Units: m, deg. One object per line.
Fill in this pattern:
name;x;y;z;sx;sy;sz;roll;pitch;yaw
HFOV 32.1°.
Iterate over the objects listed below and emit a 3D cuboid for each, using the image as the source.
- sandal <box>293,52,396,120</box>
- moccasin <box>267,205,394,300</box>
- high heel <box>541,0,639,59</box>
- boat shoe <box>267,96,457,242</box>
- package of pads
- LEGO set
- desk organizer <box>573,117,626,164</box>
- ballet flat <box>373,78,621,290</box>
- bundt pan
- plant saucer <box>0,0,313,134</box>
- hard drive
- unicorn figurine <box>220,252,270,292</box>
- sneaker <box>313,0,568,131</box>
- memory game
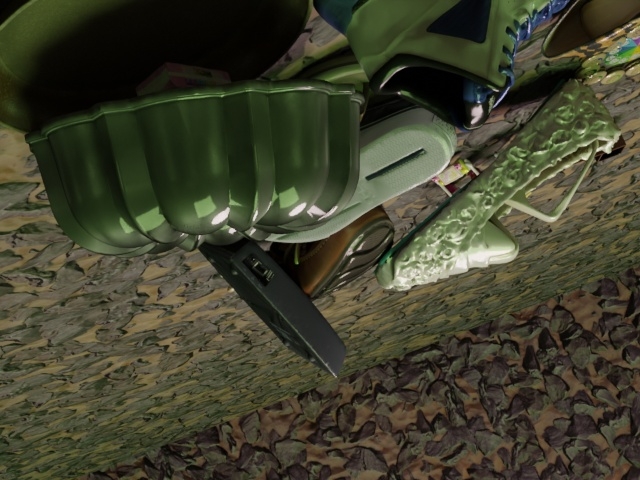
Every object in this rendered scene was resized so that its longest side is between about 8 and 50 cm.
sandal;-0.022;-0.128;1.281;0.303;0.086;0.120;-24;164;10
moccasin;0.003;-0.002;1.604;0.139;0.147;0.380;-31;179;-12
high heel;0.317;-0.267;1.230;0.186;0.093;0.261;-33;170;16
boat shoe;0.029;-0.094;1.384;0.335;0.119;0.121;-18;123;30
package of pads;-0.127;-0.140;1.042;0.050;0.032;0.083;-30;162;36
LEGO set;0.277;-0.120;1.725;0.287;0.107;0.132;-38;-168;33
desk organizer;0.432;-0.150;1.837;0.130;0.050;0.047;-20;164;-3
ballet flat;0.256;-0.055;1.529;0.409;0.147;0.147;-44;165;-5
bundt pan;-0.111;-0.058;1.078;0.331;0.124;0.331;-9;178;0
plant saucer;-0.159;-0.187;0.993;0.310;0.050;0.310;-18;164;-6
hard drive;-0.071;0.082;1.609;0.054;0.255;0.172;-46;-152;-12
unicorn figurine;-0.111;0.049;1.818;0.162;0.060;0.111;-28;173;-44
sneaker;0.163;-0.205;1.092;0.315;0.182;0.127;-17;165;-13
memory game;0.442;-0.266;1.545;0.186;0.012;0.186;-19;163;-6
